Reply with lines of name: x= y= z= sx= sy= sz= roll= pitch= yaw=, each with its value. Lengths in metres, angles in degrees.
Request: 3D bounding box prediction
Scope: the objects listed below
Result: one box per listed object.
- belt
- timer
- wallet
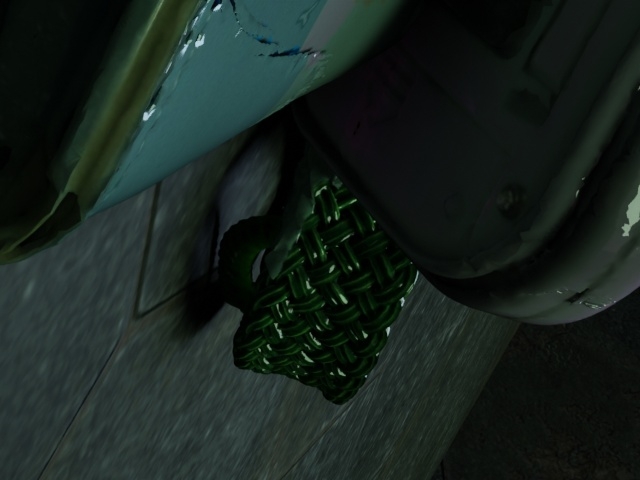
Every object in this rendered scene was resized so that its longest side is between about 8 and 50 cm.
belt: x=0.000 y=0.000 z=0.719 sx=0.151 sy=0.079 sz=0.121 roll=125 pitch=-14 yaw=-73
timer: x=0.067 y=-0.084 z=0.563 sx=0.190 sy=0.069 sz=0.208 roll=-64 pitch=-150 yaw=17
wallet: x=-0.003 y=-0.100 z=0.416 sx=0.176 sy=0.075 sz=0.250 roll=-62 pitch=172 yaw=21
